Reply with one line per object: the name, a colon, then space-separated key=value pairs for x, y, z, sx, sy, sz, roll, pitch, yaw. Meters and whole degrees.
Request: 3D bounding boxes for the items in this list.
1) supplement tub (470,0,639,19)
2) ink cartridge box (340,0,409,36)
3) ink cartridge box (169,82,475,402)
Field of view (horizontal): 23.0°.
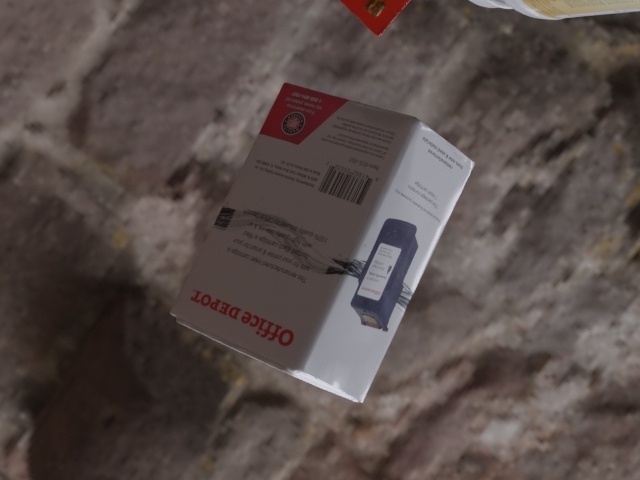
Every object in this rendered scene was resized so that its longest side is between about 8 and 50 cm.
supplement tub: x=0.290 y=-0.341 z=1.589 sx=0.316 sy=0.228 sz=0.228 roll=3 pitch=-127 yaw=45
ink cartridge box: x=0.032 y=-0.377 z=1.811 sx=0.189 sy=0.232 sz=0.066 roll=-48 pitch=170 yaw=25
ink cartridge box: x=0.000 y=0.000 z=1.374 sx=0.172 sy=0.100 sz=0.237 roll=20 pitch=-98 yaw=44
